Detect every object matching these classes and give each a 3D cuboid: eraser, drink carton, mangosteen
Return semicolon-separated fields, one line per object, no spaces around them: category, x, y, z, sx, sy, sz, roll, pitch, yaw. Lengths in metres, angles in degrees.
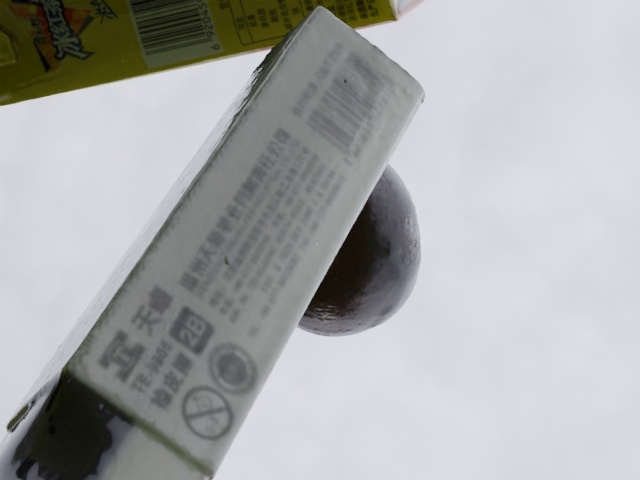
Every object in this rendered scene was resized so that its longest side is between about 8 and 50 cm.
eraser;-0.065;0.032;0.833;0.098;0.404;0.096;39;-40;-10
drink carton;-0.099;-0.197;1.143;0.351;0.154;0.111;-10;-75;21
mangosteen;0.000;0.000;1.086;0.152;0.152;0.152;4;-83;33
